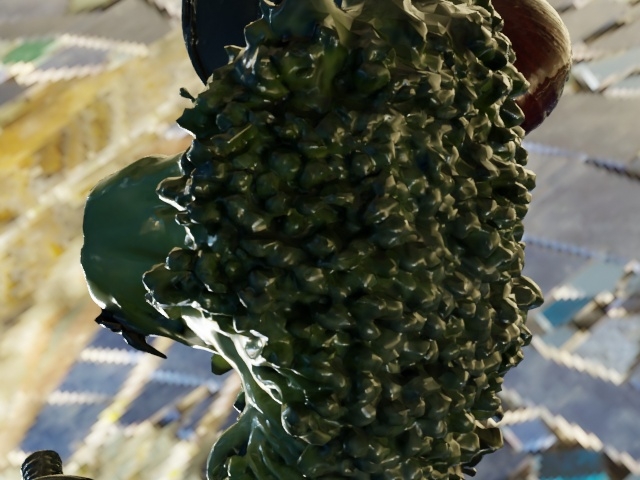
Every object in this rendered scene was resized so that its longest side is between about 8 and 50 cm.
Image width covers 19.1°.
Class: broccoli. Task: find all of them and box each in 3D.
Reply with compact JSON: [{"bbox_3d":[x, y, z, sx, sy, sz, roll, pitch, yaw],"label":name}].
[{"bbox_3d":[0.021,0.003,1.079,0.272,0.324,0.334,22,124,53],"label":"broccoli"}]

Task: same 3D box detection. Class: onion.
[{"bbox_3d":[0.134,-0.171,1.920,0.248,0.248,0.161,-2,114,55],"label":"onion"}]

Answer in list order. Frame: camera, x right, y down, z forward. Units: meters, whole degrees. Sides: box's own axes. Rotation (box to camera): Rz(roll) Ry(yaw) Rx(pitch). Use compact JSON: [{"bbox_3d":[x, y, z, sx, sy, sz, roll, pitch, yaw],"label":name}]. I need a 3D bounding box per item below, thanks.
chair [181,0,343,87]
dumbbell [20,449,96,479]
[{"bbox_3d":[0.057,-0.229,2.003,0.226,0.401,0.226,1,92,32],"label":"chair"},{"bbox_3d":[-0.110,0.169,0.828,0.254,0.081,0.081,-115,7,-58],"label":"dumbbell"}]
